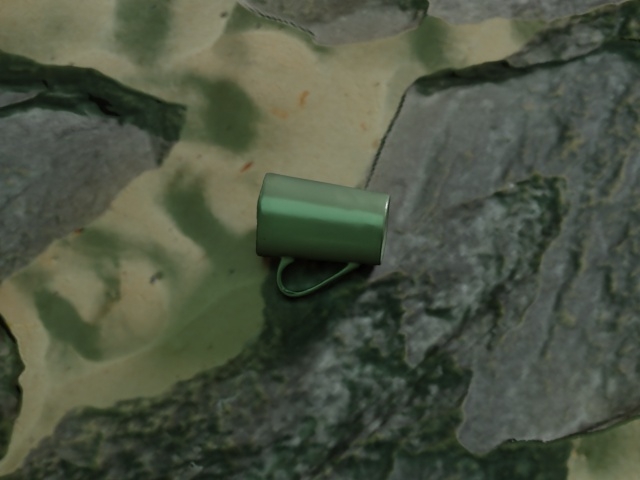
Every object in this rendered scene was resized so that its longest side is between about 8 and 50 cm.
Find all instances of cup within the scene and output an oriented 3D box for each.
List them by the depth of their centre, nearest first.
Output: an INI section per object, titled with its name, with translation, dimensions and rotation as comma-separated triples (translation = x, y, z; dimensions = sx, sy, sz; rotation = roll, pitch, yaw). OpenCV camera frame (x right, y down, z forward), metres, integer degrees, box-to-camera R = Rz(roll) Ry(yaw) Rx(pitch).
[cup]
translation = 0.000, -0.003, 1.234
dimensions = 0.083, 0.054, 0.075
rotation = 8, 63, 5
